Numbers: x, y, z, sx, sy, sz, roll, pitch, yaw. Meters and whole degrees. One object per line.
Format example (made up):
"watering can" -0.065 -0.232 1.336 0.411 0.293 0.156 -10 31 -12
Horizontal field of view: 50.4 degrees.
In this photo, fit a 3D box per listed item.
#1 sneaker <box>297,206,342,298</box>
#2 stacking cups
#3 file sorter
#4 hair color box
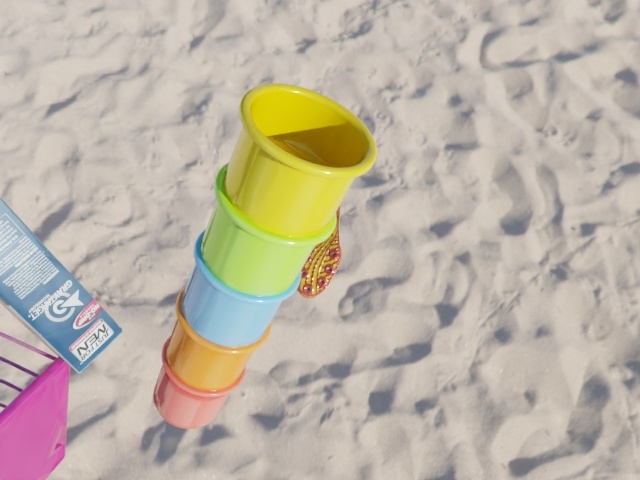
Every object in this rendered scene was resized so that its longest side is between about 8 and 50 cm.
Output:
"sneaker" 0.000 0.000 0.972 0.064 0.067 0.175 13 72 -4
"stacking cups" -0.059 0.035 0.532 0.096 0.316 0.096 15 41 -13
"file sorter" -0.601 0.341 1.246 0.182 0.291 0.202 22 33 9
"hair color box" -0.492 0.050 1.103 0.174 0.347 0.105 17 57 47
